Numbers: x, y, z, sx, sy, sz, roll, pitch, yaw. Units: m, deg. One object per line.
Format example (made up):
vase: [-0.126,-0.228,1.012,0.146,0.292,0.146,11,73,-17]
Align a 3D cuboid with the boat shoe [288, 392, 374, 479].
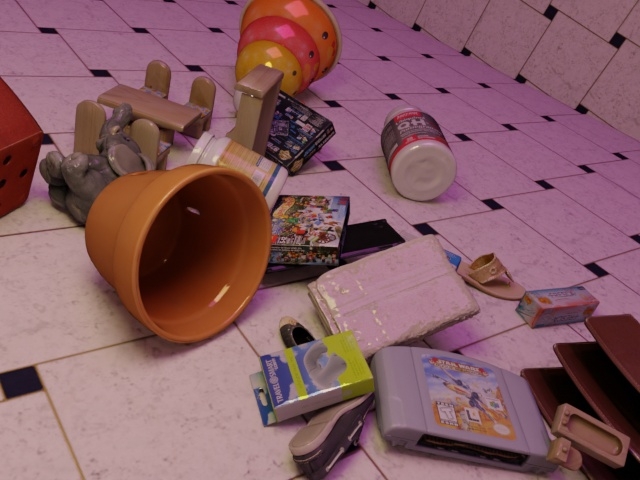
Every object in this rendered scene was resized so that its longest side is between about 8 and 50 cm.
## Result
boat shoe: [0.027,0.287,0.961,0.206,0.075,0.064,-27,95,-55]

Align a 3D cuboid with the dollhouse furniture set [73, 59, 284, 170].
dollhouse furniture set: [-0.321,-0.324,1.522,0.395,0.256,0.362,20,32,3]

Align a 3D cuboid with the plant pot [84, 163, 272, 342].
plant pot: [-0.252,0.002,1.068,0.204,0.290,0.291,18,27,35]

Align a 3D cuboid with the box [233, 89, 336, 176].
box: [-0.097,-0.292,1.686,0.220,0.051,0.175,37,75,28]

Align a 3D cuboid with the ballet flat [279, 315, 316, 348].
ballet flat: [-0.014,0.185,1.085,0.058,0.049,0.173,-9,41,-37]

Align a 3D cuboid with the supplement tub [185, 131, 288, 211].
supplement tub: [-0.185,-0.135,1.372,0.200,0.144,0.144,28,31,-7]

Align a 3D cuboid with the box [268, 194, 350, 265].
box: [-0.029,-0.027,1.302,0.159,0.044,0.233,2,28,7]

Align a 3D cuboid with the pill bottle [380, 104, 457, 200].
pill bottle: [0.264,-0.261,1.785,0.177,0.176,0.318,11,33,-11]

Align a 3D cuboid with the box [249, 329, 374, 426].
box: [-0.017,0.212,0.991,0.178,0.042,0.109,-16,41,-9]

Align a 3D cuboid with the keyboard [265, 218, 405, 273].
keyboard: [0.000,0.000,1.330,0.318,0.033,0.201,-10,29,-16]

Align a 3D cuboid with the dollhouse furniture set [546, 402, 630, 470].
dollhouse furniture set: [0.423,0.331,0.932,0.144,0.123,0.151,29,62,3]

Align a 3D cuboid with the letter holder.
letter holder: [0.520,0.284,1.100,0.215,0.151,0.301,1,35,-21]

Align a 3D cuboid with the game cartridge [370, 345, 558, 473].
game cartridge: [0.232,0.271,1.056,0.298,0.062,0.198,14,37,-12]

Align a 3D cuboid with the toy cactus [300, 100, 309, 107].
toy cactus: [-0.085,-0.309,1.787,0.181,0.112,0.219,-19,46,-17]

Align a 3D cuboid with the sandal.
sandal: [0.366,0.060,1.432,0.240,0.079,0.088,19,32,2]

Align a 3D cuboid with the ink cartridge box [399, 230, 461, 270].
ink cartridge box: [0.188,0.079,1.311,0.148,0.085,0.203,26,32,14]

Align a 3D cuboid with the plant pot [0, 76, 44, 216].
plant pot: [-0.661,-0.162,1.129,0.236,0.267,0.267,32,33,1]

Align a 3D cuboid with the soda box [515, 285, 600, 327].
soda box: [0.523,0.145,1.398,0.183,0.058,0.063,-1,36,-29]

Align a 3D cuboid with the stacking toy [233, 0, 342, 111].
stacking toy: [-0.149,-0.523,1.955,0.351,0.350,0.479,18,51,1]

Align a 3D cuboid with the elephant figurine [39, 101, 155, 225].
elephant figurine: [-0.418,-0.148,1.281,0.170,0.185,0.239,19,37,32]

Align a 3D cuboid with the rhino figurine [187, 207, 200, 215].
rhino figurine: [-0.229,-0.031,1.288,0.243,0.073,0.106,23,26,12]

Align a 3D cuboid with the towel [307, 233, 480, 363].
towel: [0.133,0.108,1.168,0.282,0.049,0.187,-19,61,-15]
